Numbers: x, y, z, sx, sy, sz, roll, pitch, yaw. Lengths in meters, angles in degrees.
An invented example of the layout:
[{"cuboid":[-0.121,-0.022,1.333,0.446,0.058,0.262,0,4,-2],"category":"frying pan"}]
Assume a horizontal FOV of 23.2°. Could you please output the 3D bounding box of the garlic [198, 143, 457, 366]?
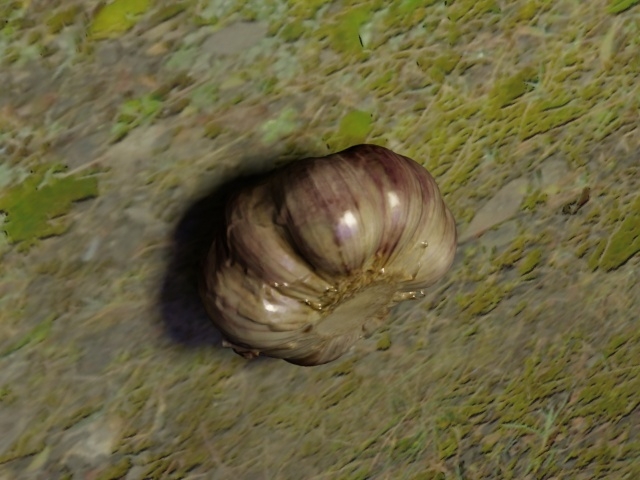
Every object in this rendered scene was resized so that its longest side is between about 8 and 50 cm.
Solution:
[{"cuboid":[0.000,0.000,1.385,0.245,0.160,0.245,-22,156,-10],"category":"garlic"}]
